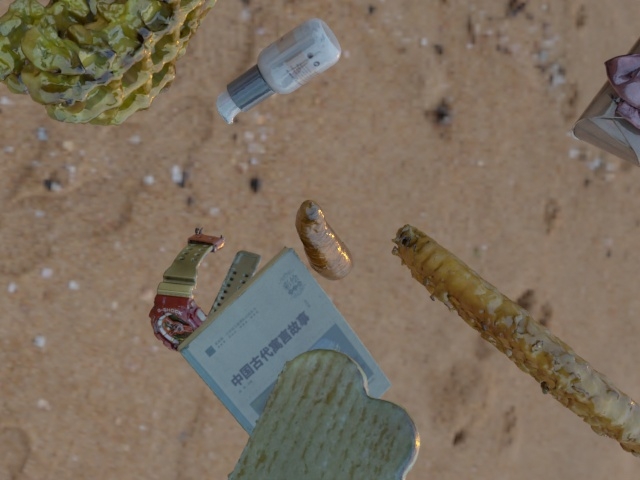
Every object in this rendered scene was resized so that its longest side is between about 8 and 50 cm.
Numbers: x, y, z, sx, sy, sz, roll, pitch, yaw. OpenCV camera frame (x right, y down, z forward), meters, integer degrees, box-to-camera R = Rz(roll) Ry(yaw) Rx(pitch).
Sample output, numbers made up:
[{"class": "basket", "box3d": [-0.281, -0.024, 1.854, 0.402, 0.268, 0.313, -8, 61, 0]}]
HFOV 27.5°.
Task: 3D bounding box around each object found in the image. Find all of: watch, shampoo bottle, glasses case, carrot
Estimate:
[{"class": "watch", "box3d": [-0.181, 0.067, 2.130, 0.165, 0.102, 0.268, 75, 31, -42]}, {"class": "shampoo bottle", "box3d": [-0.064, -0.236, 1.838, 0.074, 0.192, 0.074, 51, 19, -25]}, {"class": "glasses case", "box3d": [0.340, -0.167, 1.293, 0.193, 0.102, 0.070, -52, 144, -7]}, {"class": "carrot", "box3d": [0.000, 0.000, 1.762, 0.248, 0.059, 0.059, 61, 47, -68]}]

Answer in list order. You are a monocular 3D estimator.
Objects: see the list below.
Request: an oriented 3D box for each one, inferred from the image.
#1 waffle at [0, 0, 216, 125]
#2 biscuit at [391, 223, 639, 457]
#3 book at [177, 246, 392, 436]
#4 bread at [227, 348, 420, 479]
[{"class": "waffle", "box3d": [-0.206, -0.272, 1.376, 0.324, 0.151, 0.261, -55, 163, 11]}, {"class": "biscuit", "box3d": [0.150, 0.078, 0.909, 0.035, 0.254, 0.254, -51, 135, 2]}, {"class": "book", "box3d": [-0.043, 0.177, 1.825, 0.215, 0.025, 0.282, -44, 118, -12]}, {"class": "bread", "box3d": [0.002, 0.264, 1.339, 0.286, 0.207, 0.056, -61, 167, -13]}]
